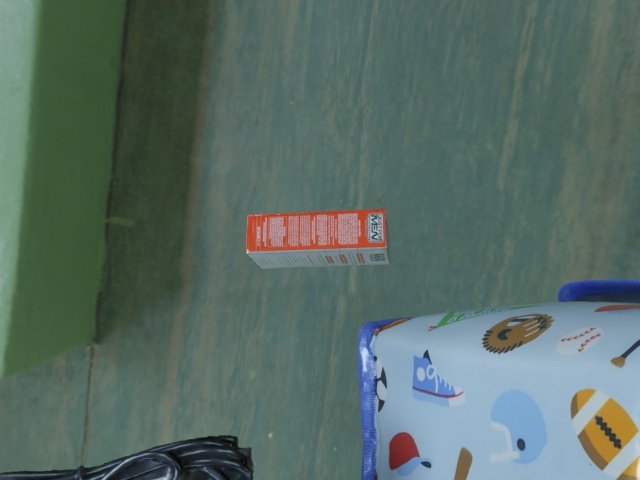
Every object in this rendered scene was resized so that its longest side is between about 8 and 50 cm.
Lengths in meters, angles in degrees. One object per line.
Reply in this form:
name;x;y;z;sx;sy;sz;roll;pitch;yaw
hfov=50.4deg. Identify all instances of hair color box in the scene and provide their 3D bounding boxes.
hair color box;0.000;0.000;0.705;0.141;0.072;0.043;-1;74;8

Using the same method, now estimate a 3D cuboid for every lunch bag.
lunch bag;0.272;0.149;0.537;0.386;0.328;0.238;4;85;-29

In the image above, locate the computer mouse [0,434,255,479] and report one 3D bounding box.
computer mouse;-0.120;0.253;0.438;0.189;0.072;0.272;-9;100;-9
